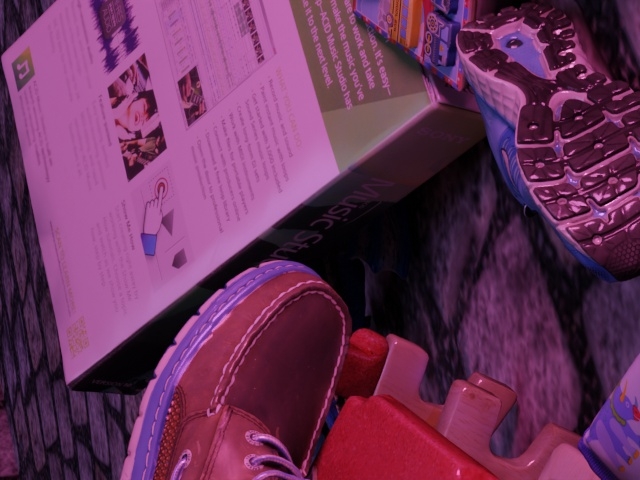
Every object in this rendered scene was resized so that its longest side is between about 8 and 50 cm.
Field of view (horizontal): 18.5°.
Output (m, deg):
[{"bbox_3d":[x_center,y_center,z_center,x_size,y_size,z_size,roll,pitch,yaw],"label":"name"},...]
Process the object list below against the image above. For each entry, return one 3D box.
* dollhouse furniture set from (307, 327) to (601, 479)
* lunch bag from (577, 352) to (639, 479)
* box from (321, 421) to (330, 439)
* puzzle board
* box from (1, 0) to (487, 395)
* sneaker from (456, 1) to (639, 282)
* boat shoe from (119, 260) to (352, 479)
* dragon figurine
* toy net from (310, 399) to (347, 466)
[{"bbox_3d":[0.036,0.138,0.787,0.152,0.201,0.374,-63,22,3],"label":"dollhouse furniture set"},{"bbox_3d":[0.171,0.064,0.580,0.151,0.096,0.129,47,150,18],"label":"lunch bag"},{"bbox_3d":[-0.025,0.270,1.354,0.295,0.073,0.293,111,149,-59],"label":"box"},{"bbox_3d":[0.042,-0.144,0.898,0.096,0.011,0.128,41,137,46],"label":"puzzle board"},{"bbox_3d":[-0.053,-0.086,1.085,0.322,0.058,0.232,-37,57,40],"label":"box"},{"bbox_3d":[0.109,-0.034,0.836,0.162,0.063,0.073,-110,3,-50],"label":"sneaker"},{"bbox_3d":[-0.029,0.092,0.643,0.066,0.066,0.183,8,66,47],"label":"boat shoe"},{"bbox_3d":[0.000,0.000,1.134,0.144,0.085,0.289,113,148,-60],"label":"dragon figurine"},{"bbox_3d":[-0.005,0.126,1.226,0.122,0.045,0.232,-44,39,34],"label":"toy net"}]
